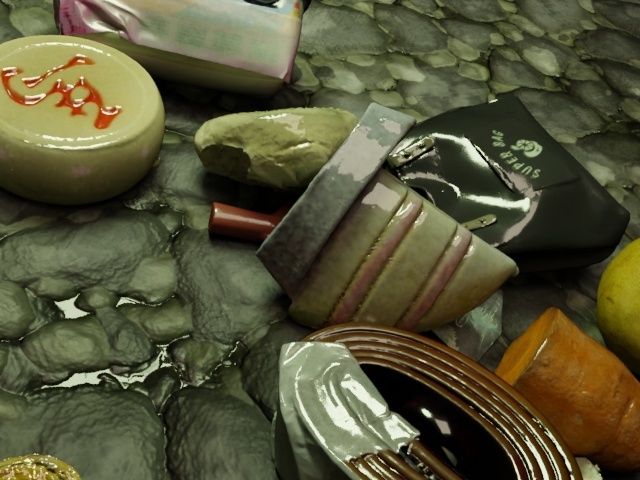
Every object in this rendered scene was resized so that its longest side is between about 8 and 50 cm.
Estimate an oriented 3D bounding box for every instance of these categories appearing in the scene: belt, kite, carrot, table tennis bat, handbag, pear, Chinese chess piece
[{"bbox_3d":[0.093,0.219,0.783,0.338,0.122,0.217,32,47,31],"label":"belt"},{"bbox_3d":[0.126,0.031,1.066,0.310,0.015,0.169,41,44,3],"label":"kite"},{"bbox_3d":[0.316,0.205,0.930,0.225,0.159,0.159,37,45,-1],"label":"carrot"},{"bbox_3d":[0.000,0.000,1.071,0.310,0.038,0.200,12,45,-15],"label":"table tennis bat"},{"bbox_3d":[0.252,-0.084,1.170,0.287,0.152,0.342,-15,53,-26],"label":"handbag"},{"bbox_3d":[0.480,0.091,1.052,0.208,0.209,0.209,11,45,-11],"label":"pear"},{"bbox_3d":[-0.345,-0.168,1.050,0.273,0.102,0.273,11,45,-11],"label":"Chinese chess piece"}]

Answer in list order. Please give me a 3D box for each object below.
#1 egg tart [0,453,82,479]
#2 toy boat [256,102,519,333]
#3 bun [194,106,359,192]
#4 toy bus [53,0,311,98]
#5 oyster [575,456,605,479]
[{"bbox_3d":[-0.272,0.256,0.708,0.128,0.049,0.129,9,41,-8],"label":"egg tart"},{"bbox_3d":[0.069,0.008,0.968,0.276,0.111,0.293,-37,93,-4],"label":"toy boat"},{"bbox_3d":[-0.055,-0.126,1.087,0.237,0.116,0.210,-7,8,-8],"label":"bun"},{"bbox_3d":[-0.219,-0.332,1.190,0.386,0.171,0.163,9,77,-13],"label":"toy bus"},{"bbox_3d":[0.233,0.309,0.842,0.191,0.081,0.163,-9,26,-20],"label":"oyster"}]
